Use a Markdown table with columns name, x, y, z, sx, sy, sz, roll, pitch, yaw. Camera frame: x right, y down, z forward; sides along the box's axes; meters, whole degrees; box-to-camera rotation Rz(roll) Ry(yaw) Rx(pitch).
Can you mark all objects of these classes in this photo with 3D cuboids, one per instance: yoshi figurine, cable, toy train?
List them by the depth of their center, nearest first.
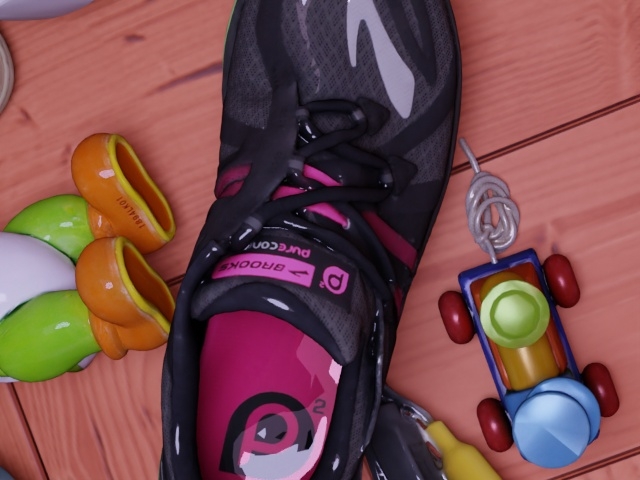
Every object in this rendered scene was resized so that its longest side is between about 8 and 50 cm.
| name | x | y | z | sx | sy | sz | roll | pitch | yaw |
| --- | --- | --- | --- | --- | --- | --- | --- | --- | --- |
| toy train | 0.135 | 0.042 | 0.999 | 0.105 | 0.143 | 0.248 | -20 | 89 | 7 |
| yoshi figurine | -0.299 | 0.040 | 1.028 | 0.362 | 0.203 | 0.203 | -21 | 92 | 15 |
| cable | 0.048 | 0.130 | 1.070 | 0.139 | 0.072 | 0.287 | -34 | 72 | 34 |

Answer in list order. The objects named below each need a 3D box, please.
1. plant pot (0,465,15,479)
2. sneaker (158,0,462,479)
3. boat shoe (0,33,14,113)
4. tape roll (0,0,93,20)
| name | x | y | z | sx | sy | sz | roll | pitch | yaw |
| --- | --- | --- | --- | --- | --- | --- | --- | --- | --- |
| plant pot | -0.321 | 0.260 | 1.015 | 0.293 | 0.196 | 0.293 | 7 | 106 | 25 |
| sneaker | 0.000 | 0.000 | 0.929 | 0.185 | 0.202 | 0.483 | 8 | 90 | -4 |
| boat shoe | -0.401 | -0.077 | 1.085 | 0.341 | 0.110 | 0.122 | -26 | 88 | 7 |
| tape roll | -0.244 | -0.300 | 1.011 | 0.286 | 0.100 | 0.286 | 5 | 100 | 29 |
